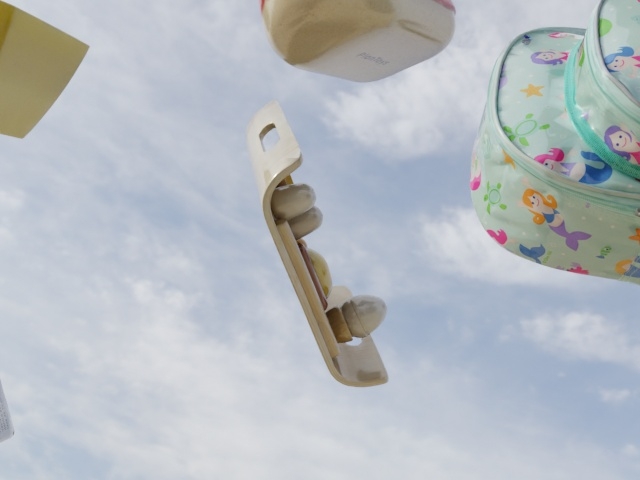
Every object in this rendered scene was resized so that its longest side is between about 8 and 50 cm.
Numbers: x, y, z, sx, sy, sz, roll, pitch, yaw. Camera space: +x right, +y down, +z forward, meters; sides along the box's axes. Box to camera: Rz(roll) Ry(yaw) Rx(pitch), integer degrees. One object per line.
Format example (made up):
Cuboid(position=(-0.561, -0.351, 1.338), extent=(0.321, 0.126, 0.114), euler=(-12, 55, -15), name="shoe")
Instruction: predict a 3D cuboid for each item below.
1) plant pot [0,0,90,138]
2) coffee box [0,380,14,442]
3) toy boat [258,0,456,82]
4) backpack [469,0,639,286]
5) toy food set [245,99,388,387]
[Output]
Cuboid(position=(-0.529, -0.275, 1.016), extent=(0.212, 0.187, 0.212), euler=(22, 5, 9), name="plant pot")
Cuboid(position=(-0.280, 0.083, 0.281), extent=(0.168, 0.118, 0.297), euler=(-18, -5, -9), name="coffee box")
Cuboid(position=(0.034, -0.260, 0.676), extent=(0.151, 0.151, 0.231), euler=(-17, -6, 34), name="toy boat")
Cuboid(position=(0.248, -0.077, 0.504), extent=(0.254, 0.225, 0.191), euler=(9, -38, 13), name="backpack")
Cuboid(position=(0.000, 0.000, 0.784), extent=(0.093, 0.219, 0.306), euler=(-21, -61, -1), name="toy food set")
